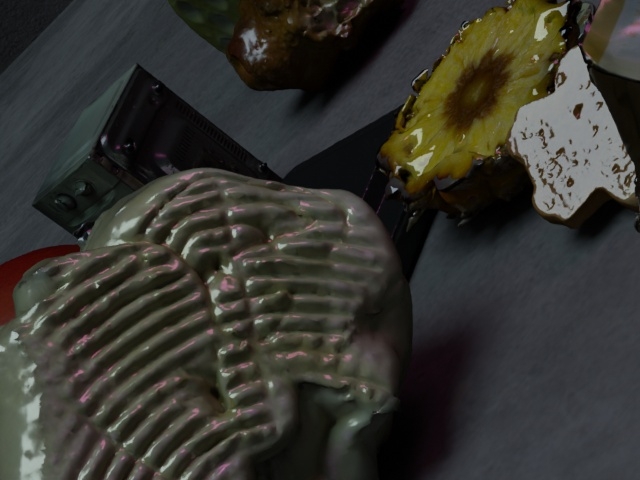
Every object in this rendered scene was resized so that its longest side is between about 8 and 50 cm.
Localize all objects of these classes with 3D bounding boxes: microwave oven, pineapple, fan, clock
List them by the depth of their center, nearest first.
[{"bbox_3d":[0.134,-0.098,1.185,0.225,0.076,0.225,-40,27,25],"label":"pineapple"},{"bbox_3d":[0.211,-0.176,1.257,0.080,0.003,0.060,-26,34,51],"label":"fan"},{"bbox_3d":[-0.001,0.000,1.349,0.273,0.049,0.279,-27,32,49],"label":"clock"},{"bbox_3d":[-0.152,-0.050,1.532,0.129,0.205,0.163,-31,30,44],"label":"microwave oven"}]

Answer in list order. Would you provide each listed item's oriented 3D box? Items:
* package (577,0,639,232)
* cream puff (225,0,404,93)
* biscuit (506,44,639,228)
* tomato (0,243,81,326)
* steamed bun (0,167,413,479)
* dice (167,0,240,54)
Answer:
[{"bbox_3d":[0.282,-0.133,0.879,0.165,0.221,0.311,86,-156,-57],"label":"package"},{"bbox_3d":[0.000,-0.285,1.672,0.269,0.155,0.241,-43,21,27],"label":"cream puff"},{"bbox_3d":[0.206,-0.087,1.024,0.184,0.027,0.133,-46,48,17],"label":"biscuit"},{"bbox_3d":[-0.213,0.135,1.280,0.298,0.226,0.299,-48,27,35],"label":"tomato"},{"bbox_3d":[-0.091,0.106,1.059,0.320,0.275,0.206,-23,-16,-20],"label":"steamed bun"},{"bbox_3d":[-0.076,-0.326,1.877,0.166,0.169,0.169,-60,21,-19],"label":"dice"}]
